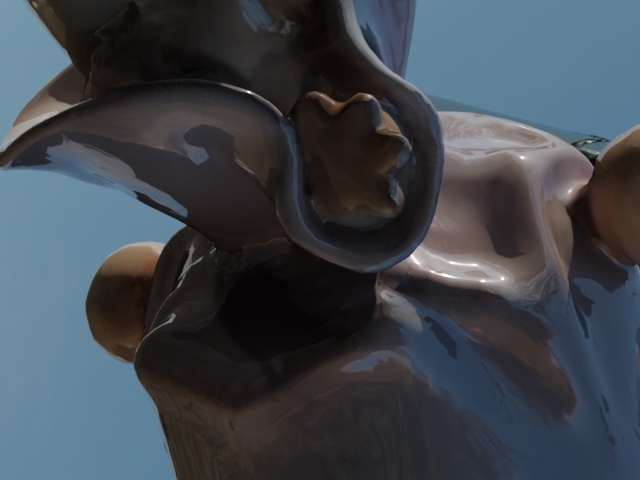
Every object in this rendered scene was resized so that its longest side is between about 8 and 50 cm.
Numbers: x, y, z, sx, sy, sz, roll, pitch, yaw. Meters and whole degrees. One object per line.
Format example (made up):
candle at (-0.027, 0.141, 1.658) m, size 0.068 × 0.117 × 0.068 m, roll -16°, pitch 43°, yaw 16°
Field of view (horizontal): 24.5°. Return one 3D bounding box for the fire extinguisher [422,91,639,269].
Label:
fire extinguisher at (0.080, -0.037, 0.921) m, size 0.311 × 0.114 × 0.095 m, roll 27°, pitch -46°, yaw 59°

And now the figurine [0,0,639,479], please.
figurine at (0.000, 0.001, 0.378) m, size 0.200 × 0.133 × 0.276 m, roll -14°, pitch -67°, yaw 31°
